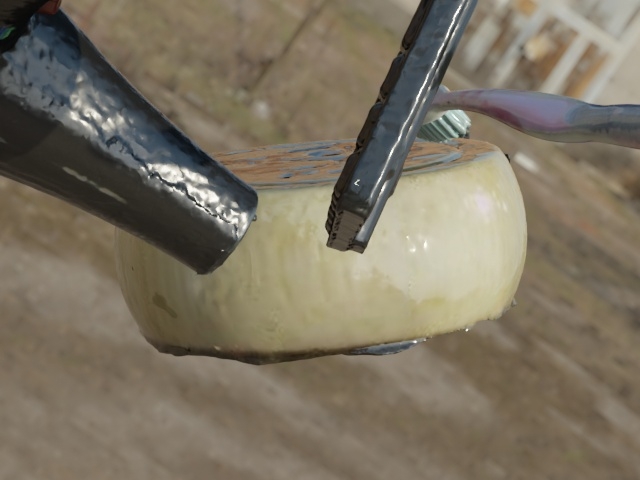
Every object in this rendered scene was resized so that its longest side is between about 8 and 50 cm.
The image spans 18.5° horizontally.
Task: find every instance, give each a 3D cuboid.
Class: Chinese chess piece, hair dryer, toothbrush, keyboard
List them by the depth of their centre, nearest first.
[{"bbox_3d":[0.071,-0.140,0.667,0.018,0.309,0.101,25,-8,3],"label":"keyboard"},{"bbox_3d":[-0.082,-0.077,0.740,0.235,0.091,0.272,34,-24,-19],"label":"hair dryer"},{"bbox_3d":[0.100,-0.047,0.749,0.027,0.021,0.269,36,-13,-26],"label":"toothbrush"},{"bbox_3d":[0.000,0.000,1.224,0.257,0.104,0.257,-4,9,1],"label":"Chinese chess piece"}]

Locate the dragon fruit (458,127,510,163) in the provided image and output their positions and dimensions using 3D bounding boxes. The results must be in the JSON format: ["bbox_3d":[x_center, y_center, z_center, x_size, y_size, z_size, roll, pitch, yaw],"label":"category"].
[{"bbox_3d":[0.074,-0.016,1.505,0.130,0.121,0.142,31,40,-5],"label":"dragon fruit"}]
